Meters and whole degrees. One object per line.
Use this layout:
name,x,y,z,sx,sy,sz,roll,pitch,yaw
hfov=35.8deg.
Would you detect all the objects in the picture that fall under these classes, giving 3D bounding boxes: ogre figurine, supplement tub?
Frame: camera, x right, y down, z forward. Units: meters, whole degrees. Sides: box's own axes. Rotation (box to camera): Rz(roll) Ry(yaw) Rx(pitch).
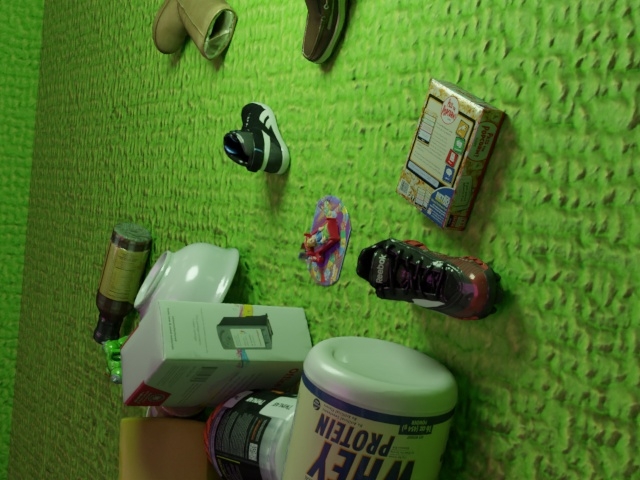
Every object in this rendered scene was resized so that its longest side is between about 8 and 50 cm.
ogre figurine,-0.492,0.308,2.538,0.097,0.118,0.197,-47,47,46
supplement tub,0.064,0.333,1.501,0.235,0.235,0.325,30,113,56
supplement tub,-0.076,0.366,1.768,0.316,0.193,0.194,-5,82,58

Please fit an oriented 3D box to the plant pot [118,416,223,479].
plant pot,-0.259,0.457,1.958,0.187,0.212,0.212,-17,61,26

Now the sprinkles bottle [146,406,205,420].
sprinkles bottle,-0.306,0.354,2.126,0.355,0.121,0.121,121,143,-66

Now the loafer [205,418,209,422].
loafer,-0.213,0.393,2.146,0.125,0.045,0.039,-39,71,59

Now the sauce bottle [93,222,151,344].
sauce bottle,-0.538,0.121,2.643,0.111,0.111,0.344,52,129,48

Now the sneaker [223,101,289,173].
sneaker,-0.151,-0.222,2.028,0.079,0.121,0.217,-64,38,31

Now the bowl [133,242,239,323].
bowl,-0.305,0.113,2.114,0.298,0.134,0.298,-52,16,22

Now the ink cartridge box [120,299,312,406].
ink cartridge box,-0.200,0.221,1.881,0.226,0.306,0.131,-47,48,46

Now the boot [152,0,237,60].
boot,-0.306,-0.499,2.352,0.269,0.089,0.236,55,132,45

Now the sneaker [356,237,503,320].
sneaker,0.151,0.057,1.485,0.276,0.135,0.098,20,102,57

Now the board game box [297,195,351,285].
board game box,0.000,0.000,1.839,0.133,0.033,0.169,38,119,54

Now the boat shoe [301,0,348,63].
boat shoe,-0.001,-0.456,1.830,0.095,0.095,0.258,46,125,51

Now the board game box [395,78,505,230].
board game box,0.194,-0.132,1.519,0.147,0.045,0.194,45,124,52
